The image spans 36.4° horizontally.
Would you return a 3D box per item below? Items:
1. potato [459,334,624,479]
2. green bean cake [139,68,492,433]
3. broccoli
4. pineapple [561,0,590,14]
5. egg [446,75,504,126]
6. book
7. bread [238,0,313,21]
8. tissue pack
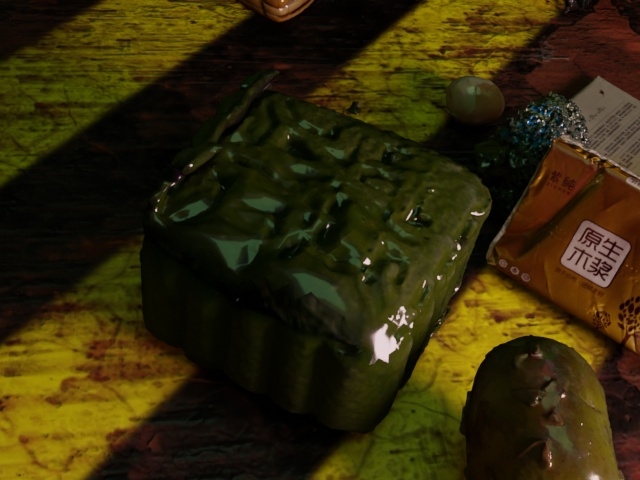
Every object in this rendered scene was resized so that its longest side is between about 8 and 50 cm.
[{"bbox_3d":[0.215,0.239,0.940,0.141,0.176,0.298,-3,73,-4],"label":"potato"},{"bbox_3d":[0.000,0.000,1.068,0.319,0.218,0.335,23,51,10],"label":"green bean cake"},{"bbox_3d":[0.268,-0.113,1.276,0.155,0.167,0.160,-2,11,-26],"label":"broccoli"},{"bbox_3d":[0.351,-0.470,1.620,0.251,0.125,0.125,42,54,12],"label":"pineapple"},{"bbox_3d":[0.220,-0.197,1.372,0.083,0.071,0.071,-2,50,-16],"label":"egg"},{"bbox_3d":[0.461,-0.118,1.374,0.289,0.026,0.201,38,53,22],"label":"book"},{"bbox_3d":[-0.099,-0.420,1.513,0.200,0.077,0.116,36,61,21],"label":"bread"},{"bbox_3d":[0.333,0.003,1.144,0.226,0.183,0.092,32,23,16],"label":"tissue pack"}]
